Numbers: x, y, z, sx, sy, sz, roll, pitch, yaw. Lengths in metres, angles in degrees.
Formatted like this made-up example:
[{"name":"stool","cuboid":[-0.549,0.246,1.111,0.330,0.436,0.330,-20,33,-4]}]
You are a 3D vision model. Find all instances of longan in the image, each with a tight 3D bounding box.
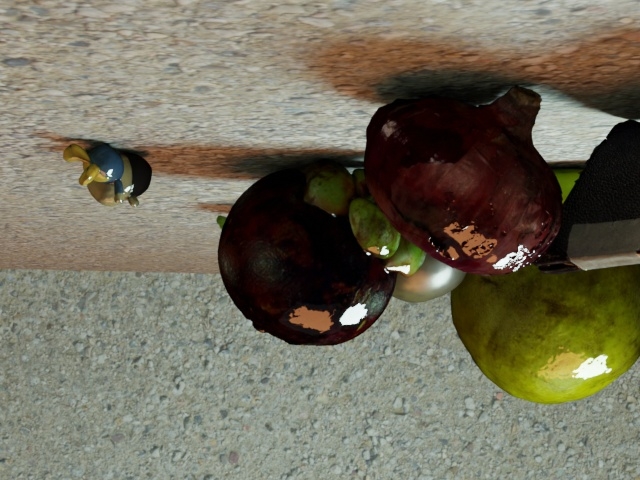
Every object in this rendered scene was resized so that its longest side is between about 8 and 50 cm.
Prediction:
[{"name":"longan","cuboid":[0.160,0.007,1.981,0.196,0.196,0.220,3,143,-23]}]

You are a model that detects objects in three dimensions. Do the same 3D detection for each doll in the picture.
[{"name":"doll","cuboid":[-0.302,-0.091,1.680,0.089,0.102,0.179,-43,156,16]}]

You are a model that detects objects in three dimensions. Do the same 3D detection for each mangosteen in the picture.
[{"name":"mangosteen","cuboid":[-0.008,0.017,1.812,0.311,0.311,0.311,0,174,0]}]

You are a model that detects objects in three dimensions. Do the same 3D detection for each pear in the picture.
[{"name":"pear","cuboid":[0.406,0.098,2.052,0.352,0.352,0.413,1,132,-8]}]

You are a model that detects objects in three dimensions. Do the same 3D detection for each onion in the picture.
[{"name":"onion","cuboid":[0.170,-0.082,1.332,0.252,0.219,0.252,31,-166,-8]}]

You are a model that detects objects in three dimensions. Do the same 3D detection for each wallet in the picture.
[{"name":"wallet","cuboid":[0.382,-0.060,1.342,0.071,0.262,0.221,52,151,-19]}]

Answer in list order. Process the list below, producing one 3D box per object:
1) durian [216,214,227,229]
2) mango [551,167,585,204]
[{"name":"durian","cuboid":[-0.093,0.005,2.292,0.250,0.101,0.139,-3,-137,-50]},{"name":"mango","cuboid":[0.364,-0.066,1.832,0.163,0.089,0.117,-2,173,17]}]
